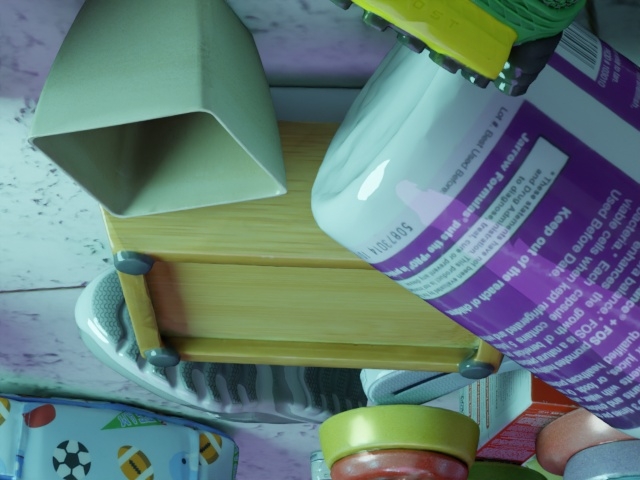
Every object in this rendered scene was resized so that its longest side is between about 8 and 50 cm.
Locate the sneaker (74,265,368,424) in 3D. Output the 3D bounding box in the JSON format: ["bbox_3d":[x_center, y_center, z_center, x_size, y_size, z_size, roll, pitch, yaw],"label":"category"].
[{"bbox_3d":[-0.089,0.098,1.434,0.115,0.105,0.281,-18,150,37],"label":"sneaker"}]

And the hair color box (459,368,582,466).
[{"bbox_3d":[0.156,0.111,1.461,0.053,0.093,0.167,8,156,-14],"label":"hair color box"}]

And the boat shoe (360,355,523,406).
[{"bbox_3d":[0.129,0.050,1.350,0.226,0.076,0.083,-18,144,14],"label":"boat shoe"}]

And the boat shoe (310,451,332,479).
[{"bbox_3d":[0.037,0.227,1.799,0.100,0.035,0.035,13,154,-22],"label":"boat shoe"}]

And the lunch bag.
[{"bbox_3d":[-0.235,0.226,1.731,0.303,0.115,0.243,17,154,-27],"label":"lunch bag"}]

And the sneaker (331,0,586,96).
[{"bbox_3d":[-0.012,-0.200,0.781,0.343,0.134,0.146,24,112,-28],"label":"sneaker"}]

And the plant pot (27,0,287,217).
[{"bbox_3d":[-0.086,-0.083,1.039,0.109,0.096,0.109,-8,155,20],"label":"plant pot"}]

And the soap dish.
[{"bbox_3d":[0.000,0.000,1.193,0.291,0.118,0.229,3,156,1],"label":"soap dish"}]

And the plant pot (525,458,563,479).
[{"bbox_3d":[0.261,0.246,1.739,0.095,0.134,0.134,-26,154,-1],"label":"plant pot"}]

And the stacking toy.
[{"bbox_3d":[0.166,0.224,1.440,0.309,0.130,0.279,-4,156,10],"label":"stacking toy"}]

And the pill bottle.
[{"bbox_3d":[0.159,0.002,1.011,0.301,0.169,0.169,34,147,-12],"label":"pill bottle"}]
